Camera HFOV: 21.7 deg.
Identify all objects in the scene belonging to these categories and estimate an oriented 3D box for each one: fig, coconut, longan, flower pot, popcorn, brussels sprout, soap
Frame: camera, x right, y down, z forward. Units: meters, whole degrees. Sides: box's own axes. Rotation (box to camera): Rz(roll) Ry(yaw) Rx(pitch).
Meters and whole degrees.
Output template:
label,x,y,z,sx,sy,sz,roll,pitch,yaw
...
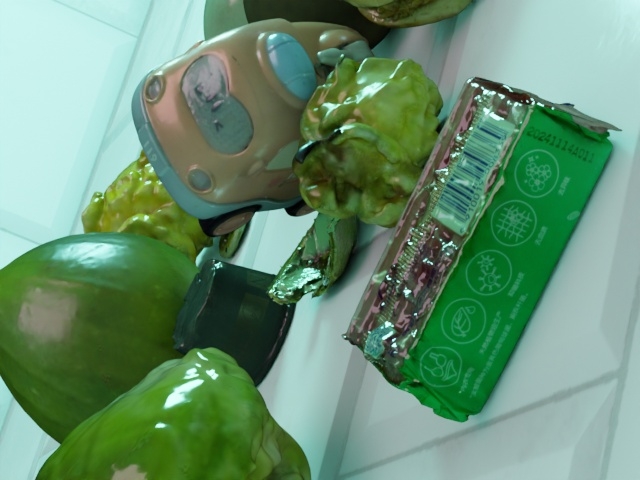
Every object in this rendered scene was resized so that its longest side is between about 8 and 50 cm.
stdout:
label,x,y,z,sx,sy,sz,roll,pitch,yaw
fig,-0.292,0.124,2.144,0.316,0.316,0.316,-56,19,32
coconut,0.004,0.003,1.843,0.158,0.055,0.133,-32,37,61
longan,0.006,-0.308,2.015,0.220,0.196,0.196,-47,22,20
flower pot,-0.108,0.092,1.990,0.157,0.107,0.157,-54,21,32
popcorn,-0.230,-0.027,2.385,0.250,0.190,0.250,-53,-13,-17
popcorn,0.057,-0.097,1.679,0.168,0.173,0.195,-41,12,9
brussels sprout,-0.133,0.272,1.597,0.344,0.268,0.344,-42,12,11
soap,0.128,0.000,1.385,0.273,0.098,0.218,-65,16,7

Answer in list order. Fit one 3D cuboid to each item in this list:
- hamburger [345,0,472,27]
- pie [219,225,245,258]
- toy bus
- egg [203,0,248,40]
label,x,y,z,sx,sy,sz,roll,pitch,yaw
hamburger,0.098,-0.331,1.818,0.213,0.108,0.214,-22,50,28
pie,-0.120,-0.014,2.315,0.084,0.021,0.084,-57,19,32
toy bus,-0.049,-0.144,1.854,0.232,0.287,0.194,-36,74,41
egg,-0.059,-0.307,2.217,0.253,0.186,0.186,-55,20,25
